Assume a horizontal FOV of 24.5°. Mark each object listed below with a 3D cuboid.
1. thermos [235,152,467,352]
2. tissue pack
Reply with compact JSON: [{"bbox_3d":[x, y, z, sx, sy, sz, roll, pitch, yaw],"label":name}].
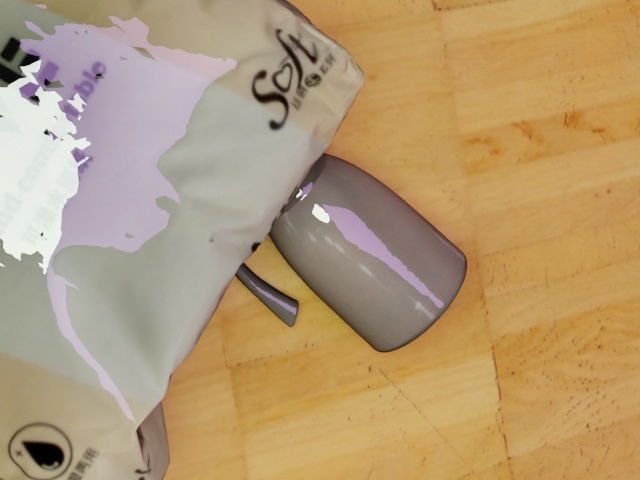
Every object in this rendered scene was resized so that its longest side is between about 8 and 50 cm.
[{"bbox_3d":[0.000,0.000,1.142,0.193,0.105,0.137,42,103,-20],"label":"thermos"},{"bbox_3d":[-0.198,-0.062,0.951,0.390,0.195,0.375,31,82,-8],"label":"tissue pack"}]
